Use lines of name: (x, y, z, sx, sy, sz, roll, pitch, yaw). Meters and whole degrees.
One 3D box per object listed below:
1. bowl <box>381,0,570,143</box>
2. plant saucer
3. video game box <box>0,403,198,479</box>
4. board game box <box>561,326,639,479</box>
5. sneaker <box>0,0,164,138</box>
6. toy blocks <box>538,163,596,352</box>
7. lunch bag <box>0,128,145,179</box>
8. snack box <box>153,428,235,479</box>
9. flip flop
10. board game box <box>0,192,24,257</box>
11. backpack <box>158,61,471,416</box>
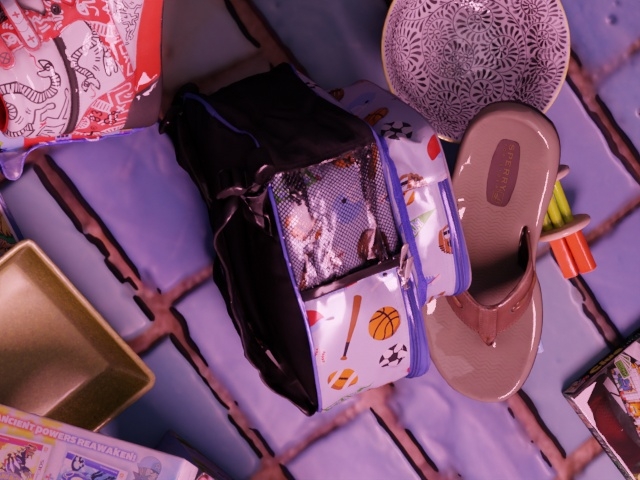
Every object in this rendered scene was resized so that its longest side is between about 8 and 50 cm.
bowl: (0.125, -0.169, 1.637, 0.170, 0.080, 0.170, -1, 97, -13)
plant saucer: (-0.265, 0.109, 1.562, 0.188, 0.045, 0.188, -39, 122, -2)
video game box: (-0.222, 0.235, 1.472, 0.205, 0.048, 0.187, 15, 79, 16)
board game box: (0.352, 0.200, 1.757, 0.136, 0.030, 0.259, -39, 103, -10)
sneaker: (-0.198, -0.198, 1.434, 0.145, 0.090, 0.270, -10, 125, -20)
toy blocks: (0.194, 0.022, 1.686, 0.123, 0.054, 0.148, -24, 101, -10)
lunch bag: (-0.261, -0.190, 1.527, 0.221, 0.138, 0.293, -9, 108, -15)
snack box: (-0.056, 0.262, 1.587, 0.207, 0.174, 0.070, 39, 86, -14)
flip flop: (0.145, 0.017, 1.600, 0.112, 0.080, 0.277, 12, 116, 6)
board game box: (-0.337, 0.040, 1.547, 0.201, 0.035, 0.136, -29, 121, -9)
backpack: (0.000, 0.000, 1.547, 0.213, 0.276, 0.263, -12, 111, -11)
